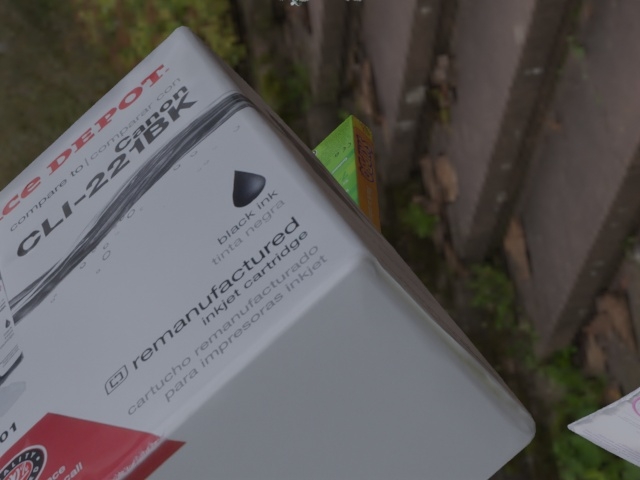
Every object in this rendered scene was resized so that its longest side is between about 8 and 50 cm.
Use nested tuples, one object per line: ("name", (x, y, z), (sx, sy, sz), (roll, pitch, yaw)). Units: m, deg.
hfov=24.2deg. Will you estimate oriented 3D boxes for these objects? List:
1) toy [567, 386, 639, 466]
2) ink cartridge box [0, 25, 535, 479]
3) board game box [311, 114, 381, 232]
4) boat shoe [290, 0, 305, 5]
("toy", (0.252, 0.082, 0.787), (0.056, 0.137, 0.237), (-62, 8, -28))
("ink cartridge box", (-0.064, 0.046, 0.630), (0.114, 0.197, 0.273), (46, -177, -29))
("board game box", (0.000, 0.000, 1.325), (0.039, 0.124, 0.259), (38, -153, -22))
("boat shoe", (-0.017, -0.267, 1.486), (0.083, 0.076, 0.226), (40, -177, -31))
